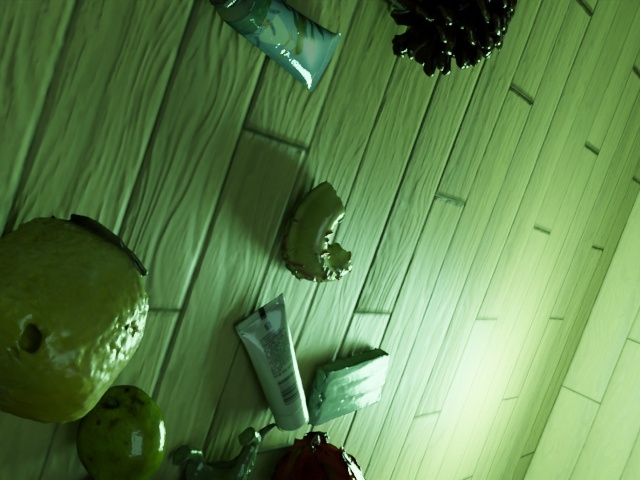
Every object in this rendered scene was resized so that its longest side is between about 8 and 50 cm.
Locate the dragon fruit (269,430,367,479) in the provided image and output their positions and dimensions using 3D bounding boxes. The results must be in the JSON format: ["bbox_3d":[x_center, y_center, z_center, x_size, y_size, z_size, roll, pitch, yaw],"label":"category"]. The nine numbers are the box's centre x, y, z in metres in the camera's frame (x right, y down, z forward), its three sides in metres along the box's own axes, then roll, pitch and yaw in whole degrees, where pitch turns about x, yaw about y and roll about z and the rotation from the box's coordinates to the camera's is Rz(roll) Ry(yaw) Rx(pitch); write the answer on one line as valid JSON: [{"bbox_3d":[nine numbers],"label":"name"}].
[{"bbox_3d":[-0.005,0.435,1.314,0.172,0.172,0.209,-36,107,-37],"label":"dragon fruit"}]

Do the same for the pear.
[{"bbox_3d":[-0.240,0.238,0.925,0.107,0.107,0.131,-35,124,-38],"label":"pear"}]

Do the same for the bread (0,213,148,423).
[{"bbox_3d":[-0.271,0.075,0.723,0.170,0.197,0.197,-53,146,-42],"label":"bread"}]

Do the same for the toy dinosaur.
[{"bbox_3d":[-0.174,0.371,1.126,0.294,0.077,0.162,-39,145,-13],"label":"toy dinosaur"}]

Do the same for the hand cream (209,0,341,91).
[{"bbox_3d":[-0.050,-0.258,0.937,0.256,0.055,0.088,16,101,-63],"label":"hand cream"}]

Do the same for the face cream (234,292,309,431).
[{"bbox_3d":[-0.068,0.198,1.185,0.092,0.058,0.243,-35,130,-30],"label":"face cream"}]

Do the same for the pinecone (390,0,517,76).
[{"bbox_3d":[0.194,-0.334,1.112,0.212,0.169,0.185,-48,145,-25],"label":"pinecone"}]

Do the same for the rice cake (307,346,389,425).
[{"bbox_3d":[0.049,0.265,1.397,0.211,0.038,0.124,-12,120,-51],"label":"rice cake"}]

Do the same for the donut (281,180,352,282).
[{"bbox_3d":[-0.003,0.004,1.140,0.108,0.065,0.166,-38,137,-35],"label":"donut"}]
